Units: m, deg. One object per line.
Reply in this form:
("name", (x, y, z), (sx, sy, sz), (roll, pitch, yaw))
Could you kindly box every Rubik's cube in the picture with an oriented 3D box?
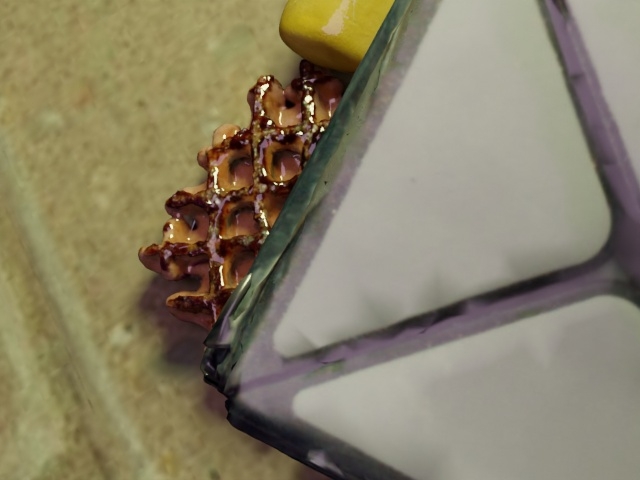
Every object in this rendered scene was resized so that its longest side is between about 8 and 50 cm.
("Rubik's cube", (0.144, 0.023, 0.768), (0.305, 0.307, 0.310), (25, 86, 7))

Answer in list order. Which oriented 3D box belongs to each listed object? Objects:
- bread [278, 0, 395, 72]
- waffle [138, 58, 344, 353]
("bread", (0.025, -0.169, 0.996), (0.082, 0.056, 0.115), (30, 63, 24))
("waffle", (0.000, 0.000, 0.982), (0.234, 0.055, 0.221), (38, 91, 27))
